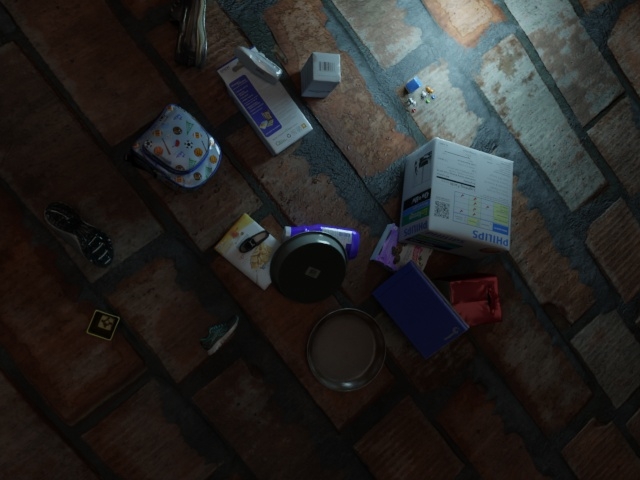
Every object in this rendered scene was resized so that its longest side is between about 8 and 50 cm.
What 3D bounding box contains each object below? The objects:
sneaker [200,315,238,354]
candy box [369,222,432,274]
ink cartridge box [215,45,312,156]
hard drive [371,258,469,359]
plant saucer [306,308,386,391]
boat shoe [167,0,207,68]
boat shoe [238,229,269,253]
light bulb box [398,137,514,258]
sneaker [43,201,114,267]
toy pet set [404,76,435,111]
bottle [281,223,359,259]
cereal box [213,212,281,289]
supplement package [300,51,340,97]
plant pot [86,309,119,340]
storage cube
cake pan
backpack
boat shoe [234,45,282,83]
[{"bbox_3d":[-0.360,0.323,1.825,0.076,0.065,0.166,42,77,-6],"label":"sneaker"},{"bbox_3d":[0.319,0.051,2.009,0.196,0.070,0.164,29,80,-12],"label":"candy box"},{"bbox_3d":[-0.207,-0.509,1.896,0.176,0.069,0.370,-37,99,-14],"label":"ink cartridge box"},{"bbox_3d":[0.367,0.258,1.924,0.210,0.040,0.318,-44,78,24],"label":"hard drive"},{"bbox_3d":[0.095,0.411,1.947,0.311,0.050,0.310,1,87,-15],"label":"plant saucer"},{"bbox_3d":[-0.468,-0.786,1.804,0.130,0.132,0.355,-2,87,-15],"label":"boat shoe"},{"bbox_3d":[-0.234,0.003,1.830,0.125,0.038,0.046,-31,96,-15],"label":"boat shoe"},{"bbox_3d":[0.514,-0.147,1.952,0.358,0.225,0.360,13,75,-17],"label":"light bulb box"},{"bbox_3d":[-0.799,-0.018,1.711,0.271,0.108,0.100,51,58,-23],"label":"sneaker"},{"bbox_3d":[0.399,-0.596,2.059,0.122,0.065,0.114,-38,97,-14],"label":"toy pet set"},{"bbox_3d":[0.000,0.000,1.915,0.283,0.092,0.118,7,86,-14],"label":"bottle"},{"bbox_3d":[-0.242,0.041,1.872,0.240,0.047,0.173,40,79,-10],"label":"cereal box"},{"bbox_3d":[-0.002,-0.604,1.894,0.105,0.179,0.105,-1,88,-15],"label":"supplement package"},{"bbox_3d":[-0.720,0.278,1.718,0.082,0.083,0.081,22,82,-14],"label":"plant pot"},{"bbox_3d":[0.564,0.230,2.000,0.193,0.215,0.183,-7,90,-9],"label":"storage cube"},{"bbox_3d":[-0.035,0.107,1.856,0.294,0.054,0.293,-7,117,-14],"label":"cake pan"},{"bbox_3d":[-0.474,-0.302,1.753,0.263,0.213,0.276,42,75,-20],"label":"backpack"},{"bbox_3d":[-0.218,-0.639,1.839,0.184,0.066,0.063,31,66,-10],"label":"boat shoe"}]
